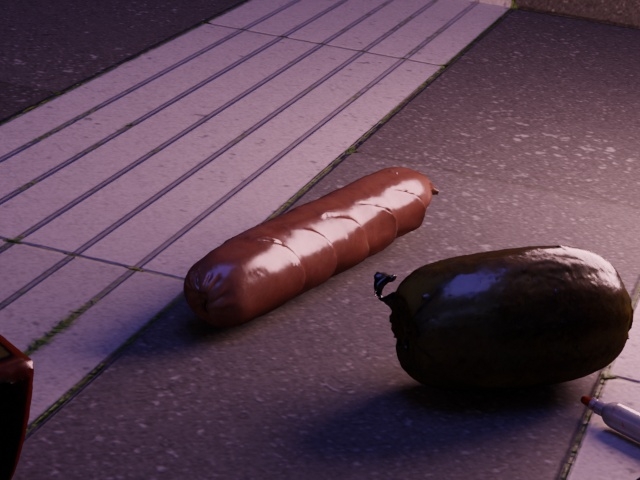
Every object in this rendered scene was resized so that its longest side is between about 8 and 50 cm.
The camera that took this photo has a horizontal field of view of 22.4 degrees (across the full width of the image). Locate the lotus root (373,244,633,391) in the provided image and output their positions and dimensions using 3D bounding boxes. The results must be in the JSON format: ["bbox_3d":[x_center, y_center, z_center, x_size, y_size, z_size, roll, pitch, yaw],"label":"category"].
[{"bbox_3d":[0.170,0.068,1.412,0.241,0.124,0.123,-6,5,-24],"label":"lotus root"}]

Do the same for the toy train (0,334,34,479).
[{"bbox_3d":[-0.360,0.106,1.127,0.232,0.163,0.369,31,30,31],"label":"toy train"}]

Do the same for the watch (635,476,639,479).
[{"bbox_3d":[0.276,0.230,1.105,0.206,0.068,0.193,9,22,14],"label":"watch"}]

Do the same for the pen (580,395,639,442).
[{"bbox_3d":[0.299,0.172,1.321,0.026,0.026,0.218,-14,28,-42],"label":"pen"}]

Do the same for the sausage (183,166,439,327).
[{"bbox_3d":[-0.001,-0.001,1.606,0.088,0.088,0.433,18,24,28],"label":"sausage"}]
